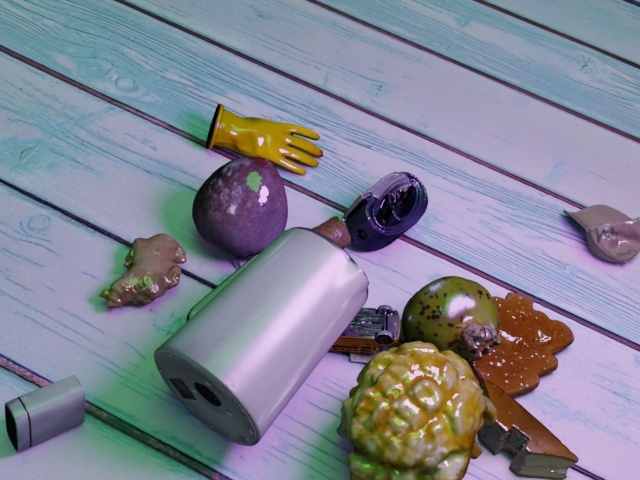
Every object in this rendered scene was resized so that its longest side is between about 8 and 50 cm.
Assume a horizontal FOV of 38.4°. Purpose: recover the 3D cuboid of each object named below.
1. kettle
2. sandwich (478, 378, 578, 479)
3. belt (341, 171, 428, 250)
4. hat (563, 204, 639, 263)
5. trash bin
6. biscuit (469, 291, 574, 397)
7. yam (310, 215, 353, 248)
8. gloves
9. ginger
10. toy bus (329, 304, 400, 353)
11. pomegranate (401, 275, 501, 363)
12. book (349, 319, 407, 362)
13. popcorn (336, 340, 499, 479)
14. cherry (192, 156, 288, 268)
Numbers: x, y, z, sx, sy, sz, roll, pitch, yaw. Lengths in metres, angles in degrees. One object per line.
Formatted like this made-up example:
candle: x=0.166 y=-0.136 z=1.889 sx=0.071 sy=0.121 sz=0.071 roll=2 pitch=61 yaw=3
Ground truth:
kettle: x=-0.133 y=0.168 z=1.796 sx=0.361 sy=0.250 sz=0.377 roll=1 pitch=41 yaw=51
sandwich: x=0.390 y=0.394 z=1.833 sx=0.244 sy=0.090 sz=0.088 roll=40 pitch=44 yaw=19
belt: x=0.151 y=-0.067 z=2.191 sx=0.139 sy=0.126 sz=0.230 roll=49 pitch=49 yaw=-1
hat: x=0.709 y=-0.016 z=2.342 sx=0.166 sy=0.144 sz=0.173 roll=-10 pitch=7 yaw=-21
trash bin: x=-0.496 y=0.311 z=1.658 sx=0.130 sy=0.116 sz=0.059 roll=-22 pitch=57 yaw=-32
biscuit: x=0.407 y=0.233 z=2.024 sx=0.278 sy=0.043 sz=0.301 roll=22 pitch=48 yaw=8
yam: x=0.001 y=0.003 z=2.116 sx=0.127 sy=0.084 sz=0.084 roll=-28 pitch=59 yaw=-29
gloves: x=-0.132 y=-0.247 z=2.321 sx=0.294 sy=0.116 sz=0.133 roll=15 pitch=72 yaw=-13
ginger: x=-0.367 y=0.073 z=1.952 sx=0.137 sy=0.074 sz=0.213 roll=13 pitch=40 yaw=10
toy bus: x=0.069 y=0.188 z=1.931 sx=0.194 sy=0.088 sz=0.083 roll=3 pitch=48 yaw=3
pomegranate: x=0.281 y=0.177 z=1.900 sx=0.202 sy=0.202 sz=0.248 roll=-3 pitch=14 yaw=-18
book: x=0.149 y=0.219 z=1.989 sx=0.181 sy=0.014 sz=0.127 roll=7 pitch=46 yaw=-8
popcorn: x=0.170 y=0.324 z=1.722 sx=0.274 sy=0.279 sz=0.335 roll=12 pitch=55 yaw=23
cherry: x=-0.178 y=-0.065 z=2.050 sx=0.213 sy=0.266 sz=0.183 roll=24 pitch=10 yaw=7
